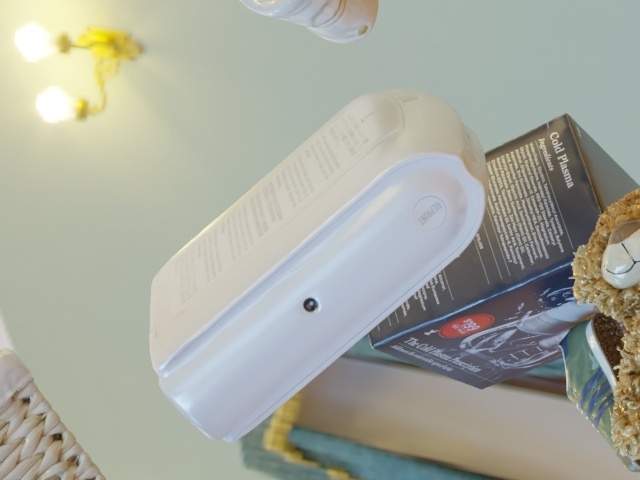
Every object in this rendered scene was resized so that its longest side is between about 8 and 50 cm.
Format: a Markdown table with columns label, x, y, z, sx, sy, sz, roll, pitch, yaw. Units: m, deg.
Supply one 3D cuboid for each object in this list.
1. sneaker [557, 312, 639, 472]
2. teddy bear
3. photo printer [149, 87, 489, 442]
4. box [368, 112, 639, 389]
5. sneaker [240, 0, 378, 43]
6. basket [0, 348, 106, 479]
| label | x | y | z | sx | sy | sz | roll | pitch | yaw |
| --- | --- | --- | --- | --- | --- | --- | --- | --- | --- |
| sneaker | 0.340 | 0.189 | 1.576 | 0.086 | 0.064 | 0.192 | -32 | 69 | 52 |
| teddy bear | 0.325 | 0.094 | 1.087 | 0.245 | 0.113 | 0.337 | -34 | 64 | 48 |
| photo printer | 0.000 | 0.000 | 1.085 | 0.307 | 0.107 | 0.256 | -41 | 17 | 6 |
| box | 0.248 | 0.031 | 1.636 | 0.343 | 0.313 | 0.178 | 25 | -136 | -57 |
| sneaker | -0.061 | -0.290 | 1.201 | 0.108 | 0.292 | 0.169 | -43 | -26 | 19 |
| basket | -0.390 | 0.331 | 1.323 | 0.328 | 0.266 | 0.331 | -45 | 8 | -34 |
